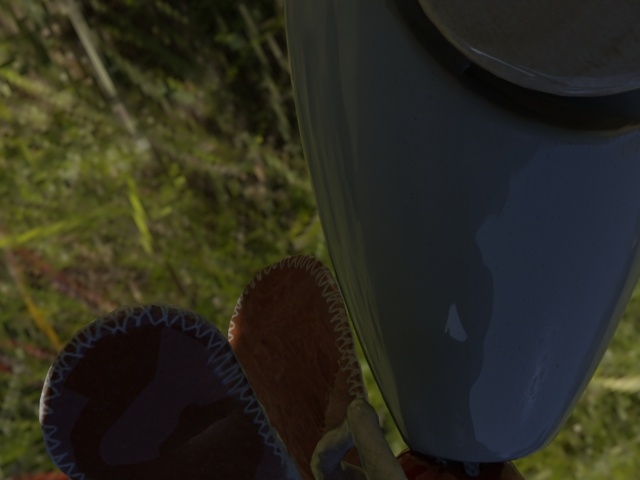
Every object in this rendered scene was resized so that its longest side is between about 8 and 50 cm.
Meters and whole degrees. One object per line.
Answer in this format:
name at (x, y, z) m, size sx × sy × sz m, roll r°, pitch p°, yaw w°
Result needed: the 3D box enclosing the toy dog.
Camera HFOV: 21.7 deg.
toy dog at (0.000, 0.000, 0.432) m, size 0.220 × 0.161 × 0.333 m, roll 67°, pitch 43°, yaw -78°
